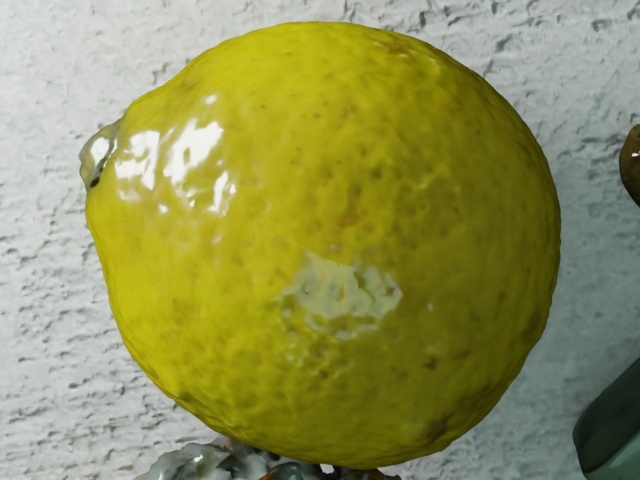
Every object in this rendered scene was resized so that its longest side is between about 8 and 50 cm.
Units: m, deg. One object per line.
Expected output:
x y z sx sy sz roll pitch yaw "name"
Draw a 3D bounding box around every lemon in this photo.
0.000 0.000 1.201 0.387 0.350 0.350 27 107 -17 "lemon"

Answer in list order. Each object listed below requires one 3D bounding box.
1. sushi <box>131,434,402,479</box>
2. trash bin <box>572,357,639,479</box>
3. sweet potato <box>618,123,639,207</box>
-0.073 0.343 1.317 0.417 0.176 0.417 -20 126 -30 "sushi"
0.414 0.227 1.375 0.343 0.158 0.223 41 103 -6 "trash bin"
0.367 -0.009 1.340 0.273 0.075 0.075 30 106 -11 "sweet potato"
